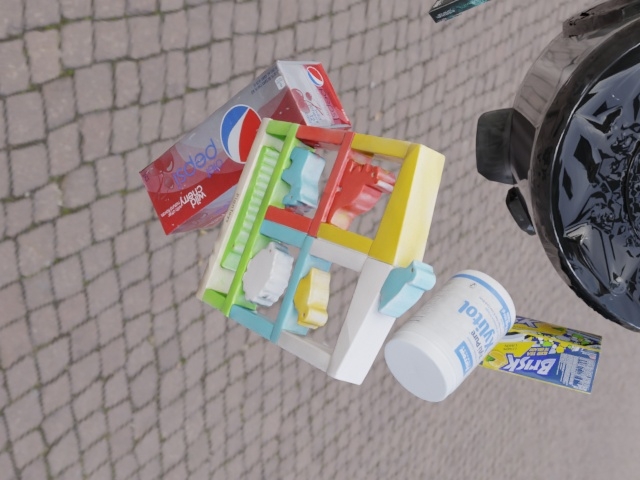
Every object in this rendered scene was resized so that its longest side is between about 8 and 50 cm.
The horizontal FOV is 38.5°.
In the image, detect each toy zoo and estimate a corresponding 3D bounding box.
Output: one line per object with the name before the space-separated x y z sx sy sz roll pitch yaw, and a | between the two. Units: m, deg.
toy zoo | 0.000 0.000 0.784 0.030 0.293 0.192 21 89 -35

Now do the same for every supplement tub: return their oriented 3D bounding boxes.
supplement tub | 0.114 0.081 0.799 0.107 0.071 0.071 -41 138 -32

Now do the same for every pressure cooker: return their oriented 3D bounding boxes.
pressure cooker | 0.404 -0.106 1.087 0.375 0.370 0.420 -48 -175 15

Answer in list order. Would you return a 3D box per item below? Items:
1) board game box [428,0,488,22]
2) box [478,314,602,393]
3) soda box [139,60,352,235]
board game box | 0.253 -0.412 1.395 0.026 0.126 0.186 48 58 -23
box | 0.230 0.120 1.043 0.059 0.168 0.054 -31 133 -68
soda box | -0.093 -0.103 1.072 0.083 0.263 0.092 -14 76 -52
